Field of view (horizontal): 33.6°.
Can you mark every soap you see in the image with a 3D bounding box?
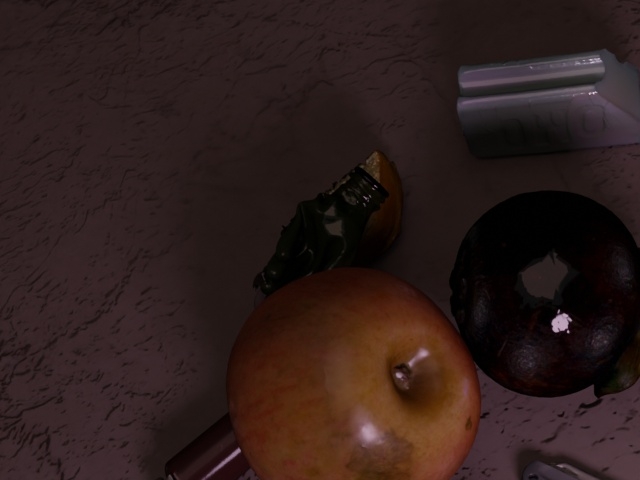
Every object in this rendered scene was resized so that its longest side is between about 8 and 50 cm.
[{"bbox_3d":[0.381,-0.223,1.761,0.290,0.173,0.095,-4,62,16],"label":"soap"}]

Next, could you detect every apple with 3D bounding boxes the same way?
[{"bbox_3d":[0.048,0.213,1.505,0.364,0.364,0.363,-8,59,15],"label":"apple"}]

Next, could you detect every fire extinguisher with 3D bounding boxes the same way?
[{"bbox_3d":[-0.158,0.346,1.671,0.269,0.105,0.105,-39,57,-6],"label":"fire extinguisher"}]

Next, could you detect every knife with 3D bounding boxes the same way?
[{"bbox_3d":[0.409,0.376,1.489,0.266,0.040,0.073,20,59,28],"label":"knife"}]

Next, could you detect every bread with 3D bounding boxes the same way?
[{"bbox_3d":[0.054,-0.025,1.788,0.260,0.129,0.134,-43,70,-1],"label":"bread"}]

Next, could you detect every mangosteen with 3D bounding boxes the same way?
[{"bbox_3d":[0.342,0.075,1.535,0.330,0.330,0.330,-8,59,15],"label":"mangosteen"}]

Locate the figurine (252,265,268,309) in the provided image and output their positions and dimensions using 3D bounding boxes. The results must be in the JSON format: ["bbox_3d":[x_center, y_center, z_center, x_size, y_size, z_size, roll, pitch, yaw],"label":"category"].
[{"bbox_3d":[-0.025,0.107,1.752,0.229,0.137,0.112,5,21,27],"label":"figurine"}]

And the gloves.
[{"bbox_3d":[0.002,0.000,1.677,0.135,0.107,0.268,42,76,7],"label":"gloves"}]
